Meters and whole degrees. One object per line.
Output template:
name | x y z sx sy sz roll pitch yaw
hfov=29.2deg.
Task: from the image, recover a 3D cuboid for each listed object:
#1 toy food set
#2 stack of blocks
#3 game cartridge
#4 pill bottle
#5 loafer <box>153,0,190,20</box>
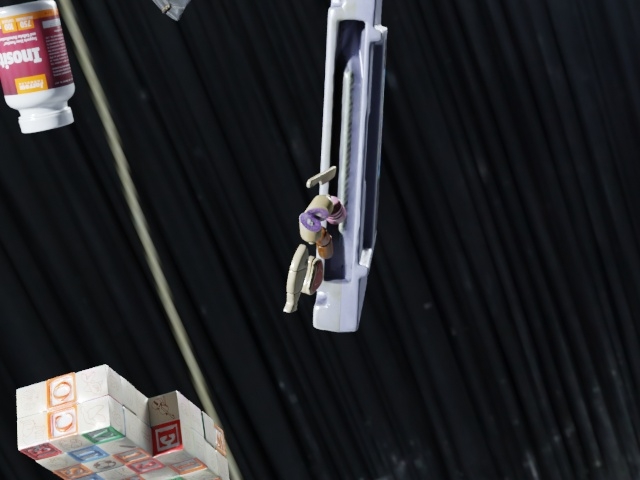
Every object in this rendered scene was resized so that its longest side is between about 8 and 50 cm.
toy food set | 0.000 0.000 1.081 0.019 0.122 0.078 17 23 20
stack of blocks | -0.257 0.268 1.650 0.171 0.297 0.087 -17 58 11
game cartridge | 0.035 -0.103 1.288 0.068 0.355 0.230 4 11 8
pill bottle | -0.348 -0.212 1.494 0.086 0.152 0.086 -11 13 2
loafer | -0.097 -0.281 1.198 0.170 0.061 0.062 -36 9 -1
